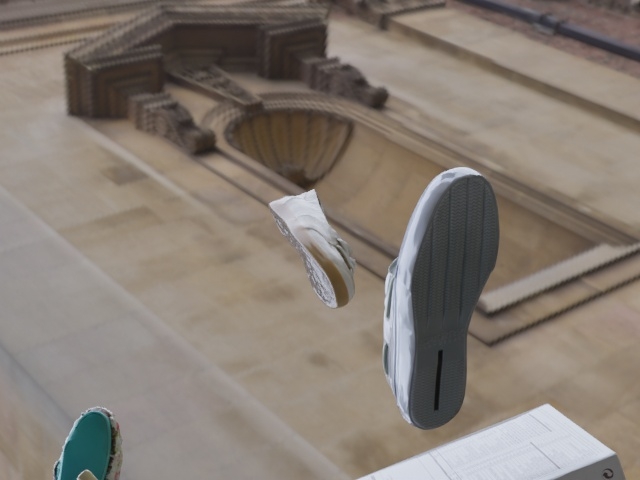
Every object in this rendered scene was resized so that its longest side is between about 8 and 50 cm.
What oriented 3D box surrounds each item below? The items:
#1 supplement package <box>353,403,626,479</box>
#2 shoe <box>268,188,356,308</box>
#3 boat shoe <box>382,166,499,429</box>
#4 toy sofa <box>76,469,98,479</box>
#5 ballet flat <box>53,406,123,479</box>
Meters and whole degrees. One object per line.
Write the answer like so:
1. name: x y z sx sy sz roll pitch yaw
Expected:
1. supplement package: 0.163 0.315 1.087 0.263 0.198 0.199 -21 -82 -5
2. shoe: 0.000 0.000 1.190 0.058 0.219 0.076 -24 -59 -7
3. boat shoe: 0.081 0.041 0.894 0.083 0.076 0.226 -3 -65 -28
4. toy sofa: -0.355 0.442 1.272 0.362 0.150 0.177 -40 -9 -22
5. ballet flat: -0.297 0.330 1.422 0.077 0.091 0.240 24 -102 -68
